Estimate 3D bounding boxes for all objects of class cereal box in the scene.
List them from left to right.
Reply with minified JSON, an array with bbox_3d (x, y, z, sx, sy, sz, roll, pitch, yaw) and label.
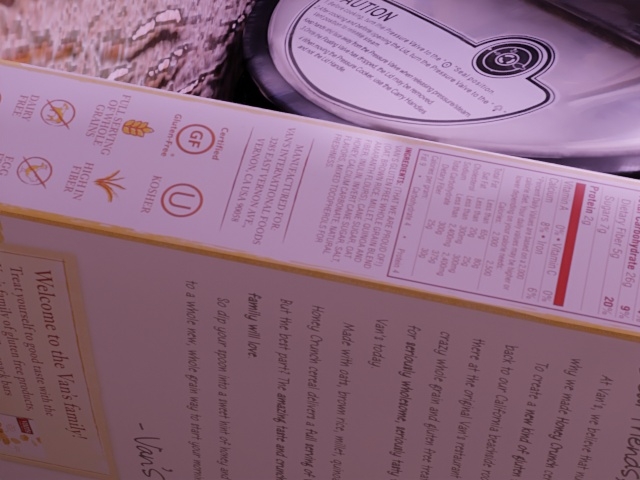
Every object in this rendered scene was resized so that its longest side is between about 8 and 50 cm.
[{"bbox_3d":[0.008,0.041,0.445,0.173,0.240,0.047,93,10,-54],"label":"cereal box"}]

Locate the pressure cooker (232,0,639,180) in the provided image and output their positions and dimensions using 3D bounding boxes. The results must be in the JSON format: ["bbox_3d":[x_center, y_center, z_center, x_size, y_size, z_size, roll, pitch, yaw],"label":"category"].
[{"bbox_3d":[0.142,-0.004,0.922,0.375,0.370,0.420,-60,149,-55],"label":"pressure cooker"}]
